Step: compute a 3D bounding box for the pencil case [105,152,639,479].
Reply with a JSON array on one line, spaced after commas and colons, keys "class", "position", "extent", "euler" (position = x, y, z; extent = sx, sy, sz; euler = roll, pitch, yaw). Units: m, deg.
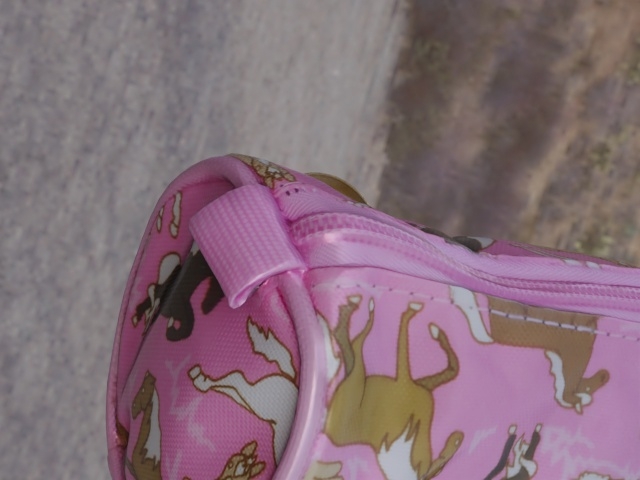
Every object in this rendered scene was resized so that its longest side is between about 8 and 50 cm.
[{"class": "pencil case", "position": [0.103, 0.069, 0.627], "extent": [0.160, 0.386, 0.167], "euler": [14, -84, 60]}]

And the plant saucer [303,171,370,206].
[{"class": "plant saucer", "position": [0.000, 0.000, 0.919], "extent": [0.015, 0.083, 0.083], "euler": [-10, 119, -65]}]
